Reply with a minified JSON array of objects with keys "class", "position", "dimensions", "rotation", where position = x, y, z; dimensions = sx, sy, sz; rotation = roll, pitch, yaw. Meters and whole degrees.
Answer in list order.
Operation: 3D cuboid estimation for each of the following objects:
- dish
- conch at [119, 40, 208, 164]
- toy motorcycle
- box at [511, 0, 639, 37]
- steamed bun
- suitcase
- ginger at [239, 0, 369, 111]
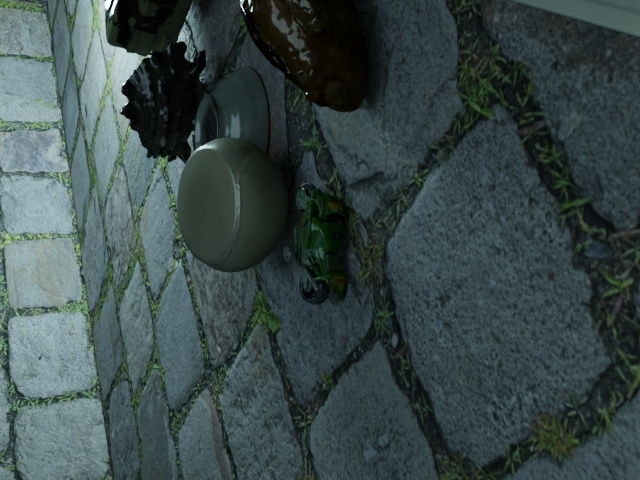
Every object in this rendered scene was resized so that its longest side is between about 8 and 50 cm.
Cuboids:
[{"class":"dish","position":[-0.190,-0.209,1.431],"dimensions":[0.260,0.085,0.260],"rotation":[0,90,61]},{"class":"conch","position":[-0.320,-0.304,1.603],"dimensions":[0.313,0.186,0.241],"rotation":[105,176,-58]},{"class":"toy motorcycle","position":[0.000,0.000,1.111],"dimensions":[0.106,0.074,0.190],"rotation":[-16,76,51]},{"class":"box","position":[0.261,-0.245,0.614],"dimensions":[0.269,0.079,0.135],"rotation":[45,127,52]},{"class":"steamed bun","position":[-0.139,-0.061,1.276],"dimensions":[0.231,0.145,0.232],"rotation":[4,95,49]},{"class":"suitcase","position":[-0.368,-0.630,1.654],"dimensions":[0.351,0.193,0.339],"rotation":[-51,41,47]},{"class":"ginger","position":[-0.031,-0.328,1.064],"dimensions":[0.165,0.172,0.321],"rotation":[-28,57,16]}]
